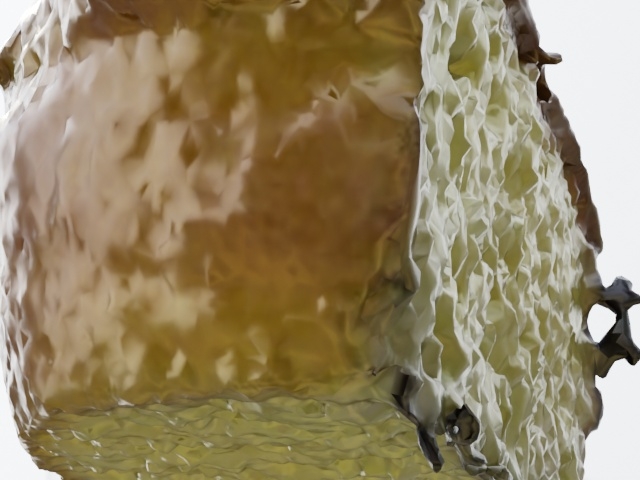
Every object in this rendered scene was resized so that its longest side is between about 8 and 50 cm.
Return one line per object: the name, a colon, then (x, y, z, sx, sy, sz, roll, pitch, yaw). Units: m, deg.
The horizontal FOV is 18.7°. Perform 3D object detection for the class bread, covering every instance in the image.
bread: (-0.007, 0.001, 0.453, 0.134, 0.129, 0.260, 2, -16, 18)
